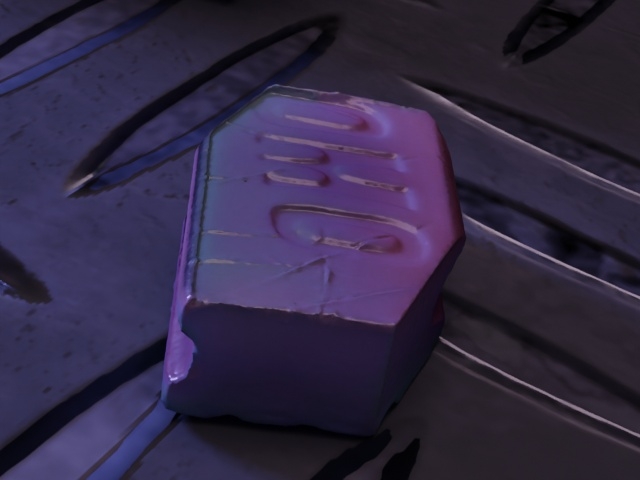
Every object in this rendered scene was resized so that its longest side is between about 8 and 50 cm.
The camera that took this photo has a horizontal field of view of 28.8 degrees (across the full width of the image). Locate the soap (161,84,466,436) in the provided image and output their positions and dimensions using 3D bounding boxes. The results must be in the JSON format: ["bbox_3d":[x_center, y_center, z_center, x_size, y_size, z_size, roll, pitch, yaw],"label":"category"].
[{"bbox_3d":[0.000,0.000,0.453,0.100,0.056,0.149,10,36,-7],"label":"soap"}]
